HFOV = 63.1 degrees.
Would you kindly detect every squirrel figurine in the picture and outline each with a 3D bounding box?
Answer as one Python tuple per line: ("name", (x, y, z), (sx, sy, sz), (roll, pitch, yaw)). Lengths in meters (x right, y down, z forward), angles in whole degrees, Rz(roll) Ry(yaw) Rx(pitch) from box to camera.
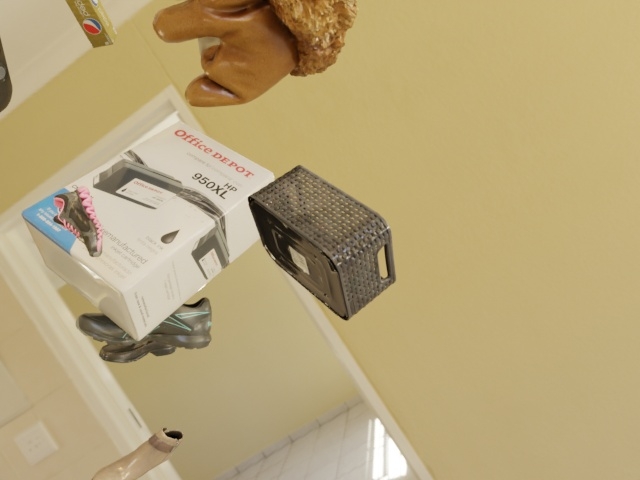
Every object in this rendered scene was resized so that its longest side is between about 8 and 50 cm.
("squirrel figurine", (-0.123, -0.472, 0.969), (0.398, 0.280, 0.370), (4, -30, 7))

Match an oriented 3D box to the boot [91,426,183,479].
("boot", (-0.237, 0.286, 0.694), (0.087, 0.042, 0.118), (-44, -17, 1))

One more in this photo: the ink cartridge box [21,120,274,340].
("ink cartridge box", (-0.322, -0.043, 1.057), (0.395, 0.286, 0.166), (-44, -25, -35))

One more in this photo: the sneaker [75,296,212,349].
("sneaker", (-0.348, 0.156, 1.058), (0.268, 0.106, 0.101), (9, 3, -31))

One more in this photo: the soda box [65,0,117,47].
("soda box", (-0.602, -0.597, 1.351), (0.062, 0.058, 0.181), (-8, -39, 7))

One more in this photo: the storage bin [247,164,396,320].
("storage bin", (0.000, 0.000, 0.658), (0.084, 0.180, 0.122), (-35, -41, -21))

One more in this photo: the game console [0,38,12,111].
("game console", (-1.016, -0.446, 1.454), (0.342, 0.060, 0.386), (114, 175, -45))

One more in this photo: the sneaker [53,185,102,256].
("sneaker", (-0.345, -0.023, 0.740), (0.057, 0.119, 0.047), (-13, -30, -34))

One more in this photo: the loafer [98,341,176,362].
("loafer", (-0.399, 0.224, 1.150), (0.170, 0.062, 0.061), (-6, -60, -42))
